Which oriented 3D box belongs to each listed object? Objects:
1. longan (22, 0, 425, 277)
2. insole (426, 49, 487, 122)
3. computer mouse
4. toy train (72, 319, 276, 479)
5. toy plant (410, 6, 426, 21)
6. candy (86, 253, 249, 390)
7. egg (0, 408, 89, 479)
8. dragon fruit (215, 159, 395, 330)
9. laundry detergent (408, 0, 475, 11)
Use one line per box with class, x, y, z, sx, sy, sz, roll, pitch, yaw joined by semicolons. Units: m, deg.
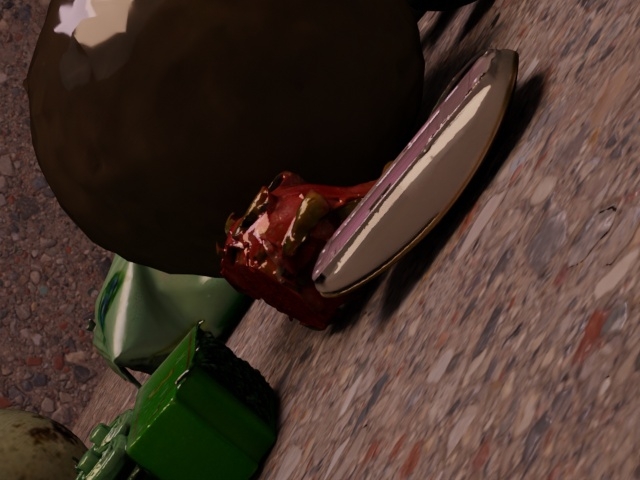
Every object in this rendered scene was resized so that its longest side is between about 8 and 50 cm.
longan;-0.101;-0.155;1.763;0.404;0.404;0.436;-58;15;0
insole;0.106;-0.103;1.483;0.065;0.004;0.197;-40;-13;-25
computer mouse;0.083;-0.047;1.387;0.245;0.056;0.126;-49;7;18
toy train;-0.130;0.188;1.595;0.188;0.132;0.243;-49;9;7
toy plant;0.031;-0.308;2.047;0.400;0.185;0.279;-38;-9;31
candy;-0.134;0.027;2.265;0.398;0.172;0.263;-39;17;-5
egg;-0.402;0.351;2.093;0.379;0.287;0.288;-37;18;32
dragon fruit;0.000;0.000;1.530;0.207;0.133;0.150;-37;43;25
laundry detergent;0.130;-0.360;1.837;0.144;0.078;0.222;-18;76;59
